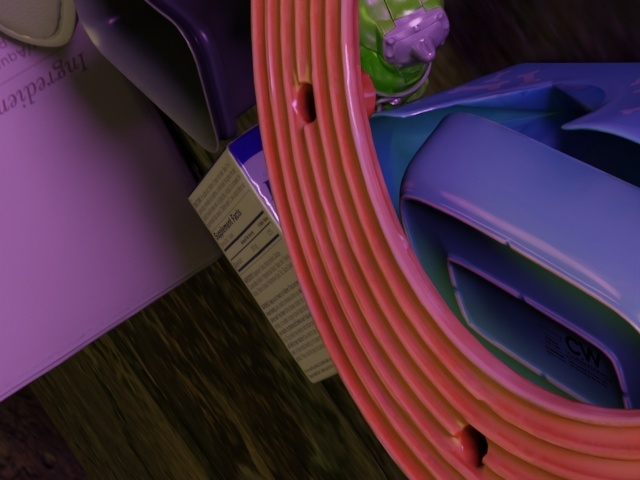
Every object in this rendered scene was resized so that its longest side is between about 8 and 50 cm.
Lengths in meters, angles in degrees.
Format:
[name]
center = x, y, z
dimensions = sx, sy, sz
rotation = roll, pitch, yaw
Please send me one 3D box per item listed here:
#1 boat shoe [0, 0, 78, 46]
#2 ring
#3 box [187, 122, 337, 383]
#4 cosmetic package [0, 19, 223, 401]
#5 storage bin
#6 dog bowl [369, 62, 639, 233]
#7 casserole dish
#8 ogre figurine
[boat shoe]
center = -0.191, -0.250, 0.948
dimensions = 0.114, 0.091, 0.302
rotation = 13, 142, 17
[ring]
center = 0.081, -0.061, 0.457
dimensions = 0.337, 0.032, 0.336
rotation = 15, 108, 53
[box]
center = 0.000, 0.000, 0.895
dimensions = 0.137, 0.072, 0.126
rotation = 56, 161, 1
[cosmetic package]
center = -0.339, -0.090, 1.194
dimensions = 0.329, 0.327, 0.393
rotation = 14, 135, 63
[storage bin]
center = -0.059, -0.127, 0.809
dimensions = 0.135, 0.091, 0.098
rotation = 41, 155, 37
[dog bowl]
center = 0.119, 0.008, 0.617
dimensions = 0.166, 0.074, 0.297
rotation = 63, 161, -17
[casserole dish]
center = 0.086, 0.025, 0.554
dimensions = 0.188, 0.037, 0.114
rotation = 32, 150, 49
[ogre figurine]
center = 0.003, -0.141, 0.641
dimensions = 0.118, 0.097, 0.197
rotation = -135, 39, -75
